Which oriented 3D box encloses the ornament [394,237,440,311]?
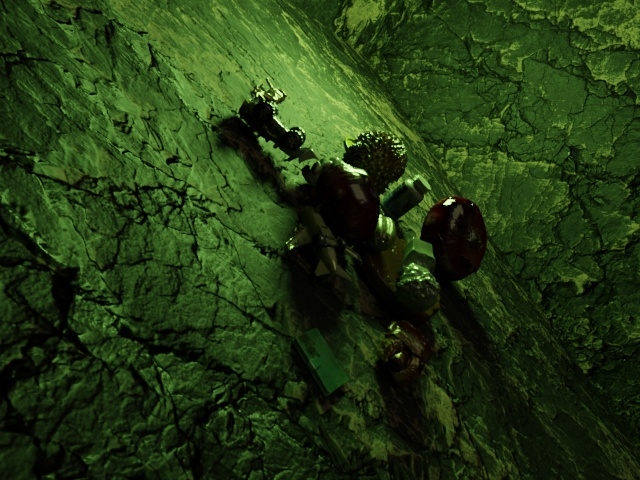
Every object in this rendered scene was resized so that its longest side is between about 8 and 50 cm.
[{"bbox_3d":[0.292,0.106,1.507,0.130,0.120,0.285,26,29,1],"label":"ornament"}]

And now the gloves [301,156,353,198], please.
[{"bbox_3d":[0.025,-0.207,1.628,0.218,0.140,0.131,15,22,-32],"label":"gloves"}]

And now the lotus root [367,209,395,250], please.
[{"bbox_3d":[0.188,-0.030,1.577,0.090,0.077,0.183,25,30,-10],"label":"lotus root"}]

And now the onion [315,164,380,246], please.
[{"bbox_3d":[0.082,-0.105,1.482,0.246,0.190,0.247,167,-90,-83],"label":"onion"}]

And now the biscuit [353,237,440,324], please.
[{"bbox_3d":[0.254,0.106,1.646,0.359,0.074,0.381,50,24,-2],"label":"biscuit"}]

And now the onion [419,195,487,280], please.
[{"bbox_3d":[0.518,-0.008,2.073,0.347,0.285,0.348,0,89,-39],"label":"onion"}]

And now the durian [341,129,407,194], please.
[{"bbox_3d":[0.200,-0.305,1.928,0.258,0.258,0.293,42,21,-18],"label":"durian"}]

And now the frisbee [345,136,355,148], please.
[{"bbox_3d":[0.187,-0.363,2.236,0.236,0.017,0.236,38,28,-24],"label":"frisbee"}]

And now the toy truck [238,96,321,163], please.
[{"bbox_3d":[-0.124,-0.325,1.543,0.286,0.111,0.136,43,14,-10],"label":"toy truck"}]

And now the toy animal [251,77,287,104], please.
[{"bbox_3d":[-0.178,-0.513,1.780,0.099,0.056,0.241,45,25,-13],"label":"toy animal"}]

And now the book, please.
[{"bbox_3d":[0.000,0.257,1.081,0.135,0.017,0.103,57,25,13],"label":"book"}]

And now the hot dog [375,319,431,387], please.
[{"bbox_3d":[0.225,0.284,1.322,0.146,0.103,0.213,52,26,0],"label":"hot dog"}]

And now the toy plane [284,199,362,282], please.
[{"bbox_3d":[0.000,0.000,1.346,0.241,0.104,0.256,10,52,-34],"label":"toy plane"}]

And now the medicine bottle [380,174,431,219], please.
[{"bbox_3d":[0.344,-0.175,2.036,0.107,0.191,0.107,38,28,-25],"label":"medicine bottle"}]
